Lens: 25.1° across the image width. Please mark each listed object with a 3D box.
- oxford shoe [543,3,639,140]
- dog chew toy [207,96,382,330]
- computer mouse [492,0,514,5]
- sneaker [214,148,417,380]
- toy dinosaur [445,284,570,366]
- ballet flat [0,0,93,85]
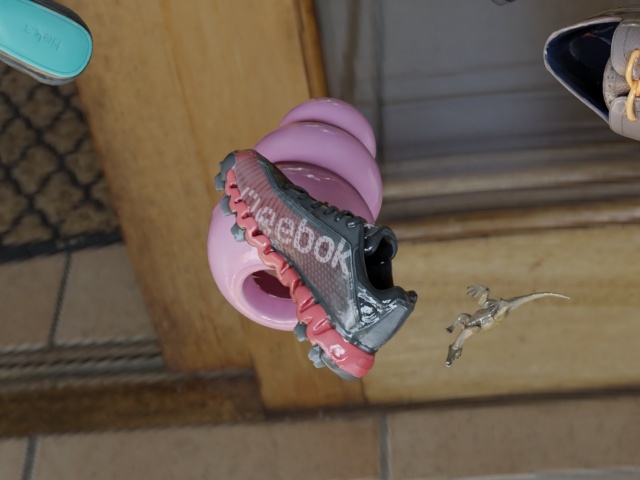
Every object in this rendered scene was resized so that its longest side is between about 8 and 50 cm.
[{"bbox_3d":[0.270,-0.089,0.983,0.132,0.130,0.363,-1,15,-16],"label":"oxford shoe"},{"bbox_3d":[-0.015,-0.049,1.761,0.206,0.207,0.332,3,44,14],"label":"dog chew toy"},{"bbox_3d":[0.240,-0.415,1.708,0.072,0.188,0.272,24,95,28],"label":"computer mouse"},{"bbox_3d":[0.000,0.000,1.448,0.135,0.097,0.276,-40,67,15],"label":"sneaker"},{"bbox_3d":[0.224,0.091,1.855,0.183,0.092,0.053,-32,58,7],"label":"toy dinosaur"},{"bbox_3d":[-0.337,-0.224,1.303,0.095,0.280,0.096,-59,31,-5],"label":"ballet flat"}]
